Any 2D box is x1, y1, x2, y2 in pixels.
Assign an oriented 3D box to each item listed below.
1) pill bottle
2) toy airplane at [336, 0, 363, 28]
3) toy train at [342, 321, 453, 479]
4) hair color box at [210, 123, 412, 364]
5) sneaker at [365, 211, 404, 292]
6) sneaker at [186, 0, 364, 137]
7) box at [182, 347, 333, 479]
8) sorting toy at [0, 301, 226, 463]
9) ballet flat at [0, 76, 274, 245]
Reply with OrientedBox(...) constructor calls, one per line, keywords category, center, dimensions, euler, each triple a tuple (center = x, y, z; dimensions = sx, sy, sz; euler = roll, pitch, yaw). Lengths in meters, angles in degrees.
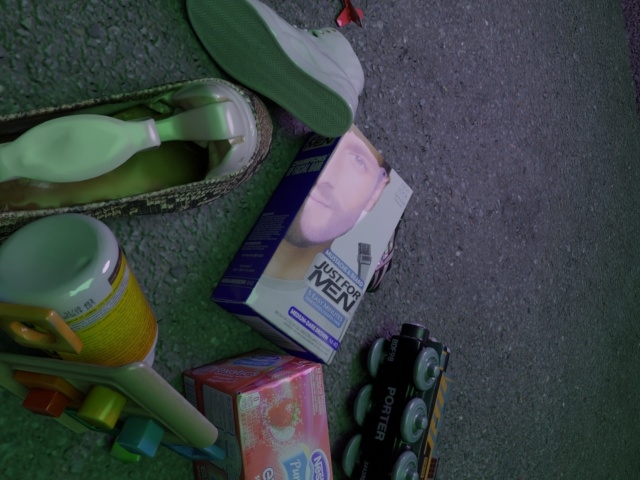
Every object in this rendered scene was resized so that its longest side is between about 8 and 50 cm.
OrientedBox(category="pill bottle", center=(-0.249, 0.080, 0.557), dimensions=(0.117, 0.117, 0.215), euler=(-46, 152, -30))
OrientedBox(category="toy airplane", center=(0.042, -0.446, 0.909), dimensions=(0.151, 0.028, 0.151), euler=(-1, 91, -39))
OrientedBox(category="toy train", center=(0.154, 0.323, 0.941), dimensions=(0.190, 0.142, 0.334), euler=(34, 66, -48))
OrientedBox(category="hair color box", center=(0.000, 0.000, 0.823), dimensions=(0.185, 0.110, 0.339), euler=(42, 63, -31))
OrientedBox(category="sneaker", center=(0.105, 0.015, 0.946), dimensions=(0.077, 0.072, 0.178), euler=(43, 71, -45))
OrientedBox(category="sneaker", center=(-0.056, -0.298, 0.793), dimensions=(0.292, 0.108, 0.169), euler=(39, 40, -17))
OrientedBox(category="box", center=(-0.081, 0.320, 0.723), dimensions=(0.142, 0.154, 0.300), euler=(-9, 95, -40))
OrientedBox(category="sorting toy", center=(-0.232, 0.181, 0.542), dimensions=(0.347, 0.196, 0.047), euler=(66, 28, -44))
OrientedBox(category="ballet flat", center=(-0.207, -0.106, 0.596), dimensions=(0.483, 0.182, 0.164), euler=(-24, 97, -38))
